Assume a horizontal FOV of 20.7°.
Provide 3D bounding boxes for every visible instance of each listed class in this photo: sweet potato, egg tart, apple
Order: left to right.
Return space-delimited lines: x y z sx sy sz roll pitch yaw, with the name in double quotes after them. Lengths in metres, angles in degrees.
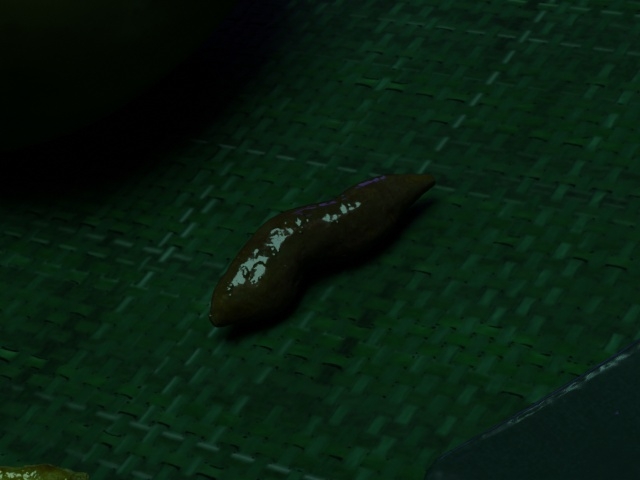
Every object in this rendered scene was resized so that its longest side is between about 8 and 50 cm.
-0.268 -0.312 1.527 0.474 0.473 0.473 -10 39 9 "apple"
-0.209 0.179 1.209 0.105 0.039 0.105 1 1 0 "egg tart"
-0.002 -0.003 1.353 0.218 0.051 0.065 -34 83 -19 "sweet potato"

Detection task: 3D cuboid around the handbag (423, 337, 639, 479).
0.231 0.191 1.011 0.238 0.089 0.326 -29 39 -15 "handbag"
